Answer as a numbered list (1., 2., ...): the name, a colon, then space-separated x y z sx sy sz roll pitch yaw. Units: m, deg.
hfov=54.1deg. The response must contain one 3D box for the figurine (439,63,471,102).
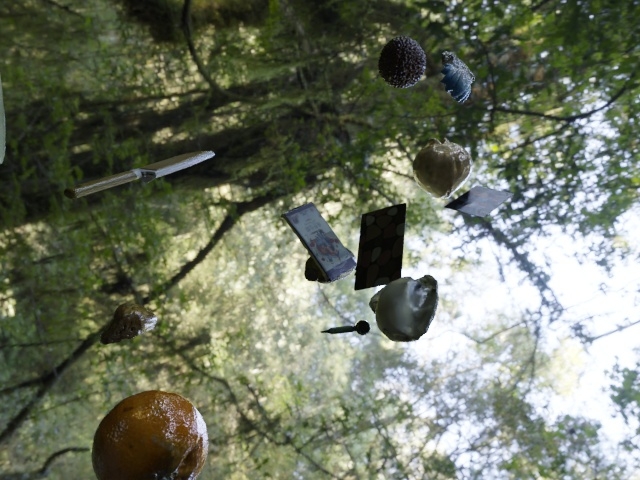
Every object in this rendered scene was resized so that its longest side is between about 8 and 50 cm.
1. figurine: 0.371 -0.425 1.718 0.079 0.114 0.114 -13 -85 44

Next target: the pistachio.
1. pistachio: 0.426 -0.248 2.219 0.318 0.193 0.214 95 -9 -78

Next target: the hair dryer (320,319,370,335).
1. hair dryer: 0.071 0.258 1.835 0.071 0.150 0.047 75 11 -80

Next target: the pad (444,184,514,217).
1. pad: 0.511 -0.129 2.012 0.143 0.211 0.003 19 -54 36

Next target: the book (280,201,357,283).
1. book: 0.001 0.000 1.764 0.026 0.157 0.231 -39 -97 34

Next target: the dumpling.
1. dumpling: 0.164 0.118 1.198 0.092 0.150 0.176 43 -5 -3

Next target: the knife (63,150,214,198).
1. knife: -0.237 -0.092 0.865 0.046 0.256 0.022 6 -69 31

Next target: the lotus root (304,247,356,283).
1. lotus root: 0.037 0.087 2.263 0.124 0.241 0.123 5 -79 37

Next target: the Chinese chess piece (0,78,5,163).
1. Chinese chess piece: -0.790 -0.293 1.443 0.250 0.101 0.250 178 -90 -69

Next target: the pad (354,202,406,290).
1. pad: 0.161 0.015 1.681 0.158 0.003 0.235 -15 -123 41

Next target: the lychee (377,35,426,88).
1. lychee: 0.199 -0.444 1.551 0.129 0.123 0.123 33 17 -53

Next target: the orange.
1. orange: -0.310 0.391 1.168 0.170 0.224 0.224 40 -40 49

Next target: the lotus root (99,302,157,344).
1. lotus root: -0.529 0.223 1.696 0.135 0.159 0.095 -177 -112 -78

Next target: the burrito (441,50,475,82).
1. burrito: 0.408 -0.514 1.870 0.045 0.188 0.058 -35 -120 26
